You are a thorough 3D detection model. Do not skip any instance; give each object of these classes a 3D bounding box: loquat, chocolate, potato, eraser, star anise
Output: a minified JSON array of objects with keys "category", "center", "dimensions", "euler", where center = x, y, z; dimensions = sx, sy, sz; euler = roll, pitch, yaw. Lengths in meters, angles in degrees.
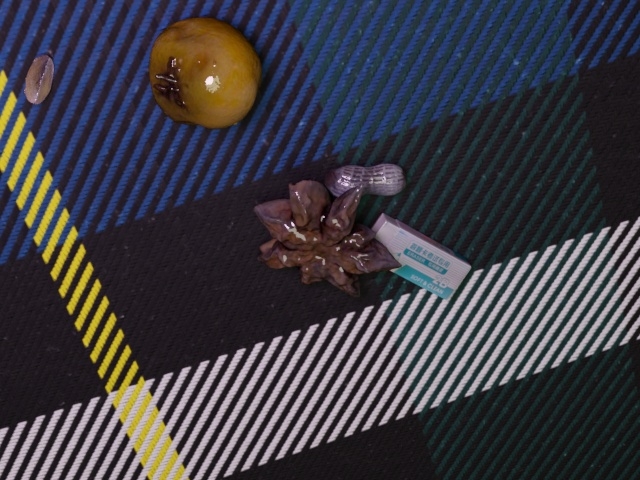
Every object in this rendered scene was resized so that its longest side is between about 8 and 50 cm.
[{"category":"loquat","center":[-0.208,-0.292,1.768],"dimensions":[0.213,0.213,0.213],"euler":[-3,114,-7]},{"category":"chocolate","center":[0.091,-0.119,1.966],"dimensions":[0.167,0.072,0.072],"euler":[-4,114,-9]},{"category":"potato","center":[-0.520,-0.298,1.818],"dimensions":[0.037,0.036,0.093],"euler":[19,93,22]},{"category":"eraser","center":[0.200,0.036,2.061],"dimensions":[0.225,0.052,0.095],"euler":[28,109,-19]},{"category":"star anise","center":[0.016,-0.003,1.950],"dimensions":[0.315,0.108,0.315],"euler":[12,133,13]}]
